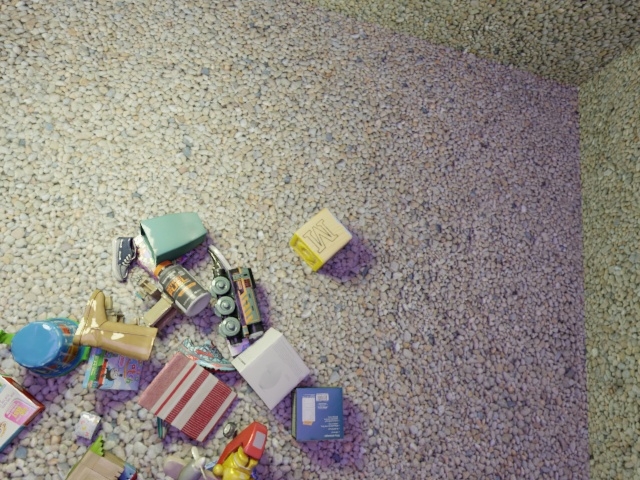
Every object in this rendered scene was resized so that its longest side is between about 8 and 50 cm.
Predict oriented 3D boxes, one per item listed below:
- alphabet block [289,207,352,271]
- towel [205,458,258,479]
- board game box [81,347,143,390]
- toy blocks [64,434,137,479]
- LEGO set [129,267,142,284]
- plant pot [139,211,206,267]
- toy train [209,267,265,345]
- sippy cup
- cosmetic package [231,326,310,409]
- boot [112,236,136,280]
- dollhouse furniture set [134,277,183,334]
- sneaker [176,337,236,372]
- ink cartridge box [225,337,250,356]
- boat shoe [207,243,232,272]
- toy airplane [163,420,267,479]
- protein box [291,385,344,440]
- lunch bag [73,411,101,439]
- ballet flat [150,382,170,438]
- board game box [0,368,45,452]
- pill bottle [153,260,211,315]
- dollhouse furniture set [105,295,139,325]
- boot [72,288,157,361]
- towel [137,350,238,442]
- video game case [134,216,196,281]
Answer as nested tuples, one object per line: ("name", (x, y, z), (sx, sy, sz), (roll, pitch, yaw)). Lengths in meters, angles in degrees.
("alphabet block", (0.000, 0.000, 2.003), (0.197, 0.192, 0.193), (-41, 84, -21))
("towel", (-0.348, 1.026, 1.696), (0.244, 0.040, 0.335), (-18, 78, -16))
("board game box", (-0.799, 0.497, 1.683), (0.212, 0.039, 0.159), (29, 61, -51))
("toy blocks", (-0.816, 0.943, 1.560), (0.261, 0.191, 0.381), (38, 70, -12))
("LEGO set", (-0.795, 0.156, 1.862), (0.083, 0.023, 0.054), (39, 70, 1))
("plant pot", (-0.621, -0.021, 1.841), (0.235, 0.165, 0.165), (-24, 80, -28))
("toy train", (-0.350, 0.268, 1.819), (0.191, 0.142, 0.333), (-12, 76, -22))
("sippy cup", (-1.034, 0.397, 1.630), (0.306, 0.224, 0.239), (-22, 79, -17))
("cosmetic package", (-0.205, 0.525, 1.790), (0.225, 0.138, 0.224), (-39, 108, -19))
("boot", (-0.824, 0.077, 1.821), (0.086, 0.069, 0.189), (-2, 97, 15))
("dollhouse furniture set", (-0.701, 0.278, 1.809), (0.184, 0.128, 0.129), (33, 68, 22))
("sneaker", (-0.463, 0.476, 1.801), (0.262, 0.104, 0.125), (18, 67, -8))
("ink cartridge box", (-0.362, 0.428, 1.864), (0.089, 0.052, 0.122), (-19, 79, -18))
("boat shoe", (-0.448, 0.117, 1.924), (0.070, 0.078, 0.219), (-35, 86, -21))
("toy airplane", (-0.346, 0.899, 1.571), (0.387, 0.272, 0.383), (-10, 98, -26))
("protein box", (-0.015, 0.721, 1.810), (0.200, 0.136, 0.200), (3, 73, -12))
("lunch bag", (-0.891, 0.710, 1.660), (0.071, 0.053, 0.083), (20, 80, -4))
("ballet flat", (-0.626, 0.673, 1.727), (0.079, 0.077, 0.221), (-9, 75, -35))
("board game box", (-1.247, 0.619, 1.599), (0.317, 0.064, 0.242), (40, 69, 1))
("pill bottle", (-0.581, 0.190, 1.791), (0.246, 0.130, 0.130), (39, 69, 18))
("dollhouse furniture set", (-0.795, 0.314, 1.760), (0.161, 0.101, 0.181), (-8, 75, 0))
("boot", (-0.764, 0.326, 1.652), (0.270, 0.089, 0.235), (15, 61, -14))
("towel", (-0.519, 0.624, 1.713), (0.329, 0.037, 0.237), (46, 69, -23))
("video game case", (-0.708, 0.045, 1.905), (0.232, 0.042, 0.210), (43, 71, 2))
